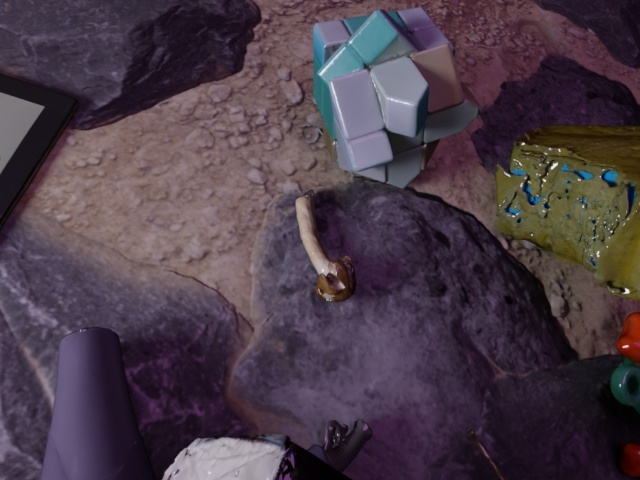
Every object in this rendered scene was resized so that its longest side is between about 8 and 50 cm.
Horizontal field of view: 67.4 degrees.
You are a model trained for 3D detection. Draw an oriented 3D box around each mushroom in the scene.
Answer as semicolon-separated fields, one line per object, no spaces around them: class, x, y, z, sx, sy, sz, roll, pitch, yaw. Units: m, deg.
mushroom;0.000;0.000;0.680;0.060;0.061;0.187;-13;63;-17

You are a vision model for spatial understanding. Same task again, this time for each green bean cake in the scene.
green bean cake;0.403;-0.043;0.707;0.309;0.202;0.285;19;36;41

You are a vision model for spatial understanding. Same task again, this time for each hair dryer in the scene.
hair dryer;-0.106;0.230;0.514;0.360;0.121;0.301;0;54;-28

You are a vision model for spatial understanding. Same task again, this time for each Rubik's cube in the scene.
Rubik's cube;0.108;-0.213;0.714;0.224;0.265;0.213;-14;56;-8

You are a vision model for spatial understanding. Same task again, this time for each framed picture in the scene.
framed picture;-0.508;-0.100;0.601;0.264;0.016;0.347;17;58;-8

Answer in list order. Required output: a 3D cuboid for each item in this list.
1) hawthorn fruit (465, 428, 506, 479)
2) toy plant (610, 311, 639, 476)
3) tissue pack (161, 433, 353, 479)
hawthorn fruit;0.243;0.356;0.530;0.165;0.165;0.286;-2;43;-18
toy plant;0.564;0.214;0.658;0.399;0.280;0.185;12;19;-17
tissue pack;0.017;0.319;0.366;0.370;0.198;0.210;39;58;-20
